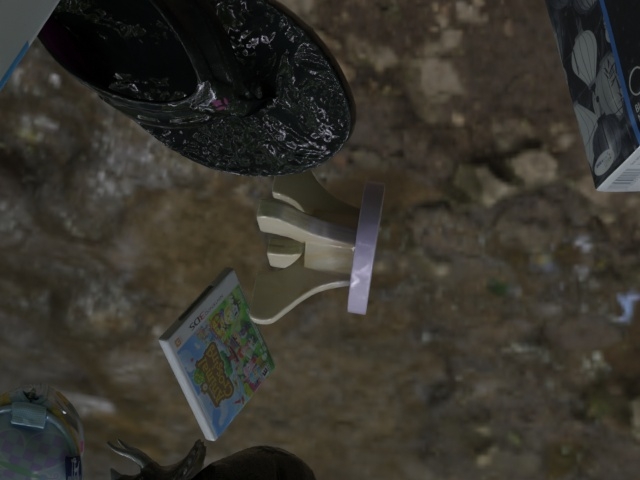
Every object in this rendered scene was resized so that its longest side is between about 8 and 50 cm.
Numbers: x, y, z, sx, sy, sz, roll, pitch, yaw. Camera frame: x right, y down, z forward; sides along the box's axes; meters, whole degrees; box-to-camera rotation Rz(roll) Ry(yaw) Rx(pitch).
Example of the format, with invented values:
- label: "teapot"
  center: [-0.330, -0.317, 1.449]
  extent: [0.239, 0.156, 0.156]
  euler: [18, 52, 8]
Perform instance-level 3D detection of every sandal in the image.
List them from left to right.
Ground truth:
- label: "sandal"
  center: [-0.176, -0.185, 1.071]
  extent: [0.445, 0.107, 0.167]
  euler: [34, 119, -5]

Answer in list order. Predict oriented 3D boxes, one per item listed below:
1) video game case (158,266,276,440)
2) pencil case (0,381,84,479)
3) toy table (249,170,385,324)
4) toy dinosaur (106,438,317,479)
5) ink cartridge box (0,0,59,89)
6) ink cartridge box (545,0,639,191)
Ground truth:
- label: "video game case"
  center: [-0.163, 0.185, 2.061]
  extent: [0.023, 0.193, 0.212]
  euler: [3, 126, 36]
- label: "pencil case"
  center: [-0.278, 0.198, 1.181]
  extent: [0.113, 0.124, 0.273]
  euler: [-3, 175, -10]
- label: "toy table"
  center: [0.000, 0.000, 1.759]
  extent: [0.160, 0.252, 0.274]
  euler: [8, 152, 4]
- label: "toy dinosaur"
  center: [-0.064, 0.281, 1.339]
  extent: [0.313, 0.160, 0.121]
  euler: [2, 167, -31]
- label: "ink cartridge box"
  center: [-0.385, -0.189, 0.988]
  extent: [0.270, 0.198, 0.197]
  euler: [-12, 129, 27]
- label: "ink cartridge box"
  center: [0.255, -0.224, 1.075]
  extent: [0.065, 0.333, 0.165]
  euler: [-1, 155, -17]
